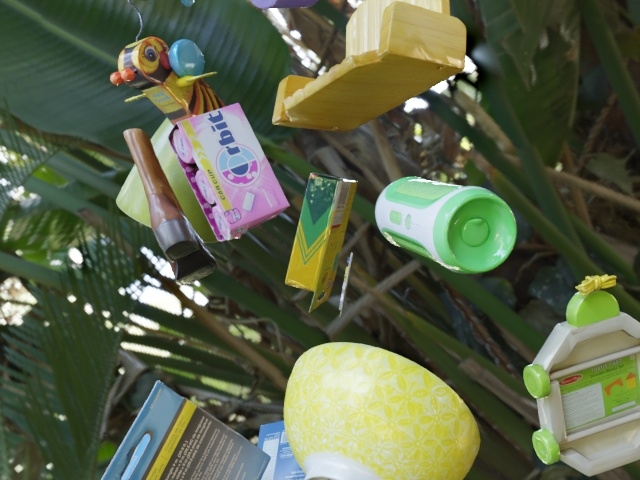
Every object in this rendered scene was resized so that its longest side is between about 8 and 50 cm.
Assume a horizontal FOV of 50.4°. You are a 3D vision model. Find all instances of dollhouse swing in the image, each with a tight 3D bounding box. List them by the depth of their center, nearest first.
[{"bbox_3d":[0.085,-0.434,1.423,0.315,0.305,0.347,-2,-12,-41],"label":"dollhouse swing"}]

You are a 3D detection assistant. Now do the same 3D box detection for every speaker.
[{"bbox_3d":[0.180,-0.030,1.046,0.131,0.131,0.296,-48,16,-3],"label":"speaker"}]

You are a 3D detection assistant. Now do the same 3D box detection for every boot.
[{"bbox_3d":[-0.323,-0.061,1.416,0.096,0.280,0.264,-27,-22,-1],"label":"boot"}]

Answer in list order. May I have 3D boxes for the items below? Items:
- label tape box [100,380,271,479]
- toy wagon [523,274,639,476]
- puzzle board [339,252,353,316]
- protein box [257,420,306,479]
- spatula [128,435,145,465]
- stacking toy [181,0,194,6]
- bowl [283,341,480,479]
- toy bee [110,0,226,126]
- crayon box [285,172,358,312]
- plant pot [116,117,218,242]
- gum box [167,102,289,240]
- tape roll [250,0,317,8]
[{"bbox_3d":[-0.261,0.412,1.179,0.333,0.106,0.240,49,-124,-39],"label":"label tape box"},{"bbox_3d":[0.470,0.218,1.140,0.267,0.344,0.068,-14,11,-12],"label":"toy wagon"},{"bbox_3d":[0.057,0.103,1.570,0.128,0.011,0.096,95,-173,-51],"label":"puzzle board"},{"bbox_3d":[-0.030,0.488,1.409,0.200,0.136,0.201,-24,46,41],"label":"protein box"},{"bbox_3d":[-0.351,0.462,1.328,0.168,0.019,0.242,-15,-53,-80],"label":"spatula"},{"bbox_3d":[-0.151,-0.568,1.307,0.166,0.302,0.175,64,-147,-62],"label":"stacking toy"},{"bbox_3d":[0.059,0.297,0.946,0.156,0.289,0.289,-56,-7,-40],"label":"bowl"},{"bbox_3d":[-0.291,-0.287,1.182,0.195,0.298,0.162,-30,24,46],"label":"toy bee"},{"bbox_3d":[0.000,0.000,1.643,0.202,0.081,0.318,-13,-63,-76],"label":"crayon box"},{"bbox_3d":[-0.309,-0.185,1.630,0.275,0.275,0.293,-10,-54,-67],"label":"plant pot"},{"bbox_3d":[-0.136,-0.099,1.025,0.107,0.188,0.062,-25,-3,-29],"label":"gum box"},{"bbox_3d":[-0.059,-0.462,1.062,0.080,0.189,0.189,-13,-33,-30],"label":"tape roll"}]
